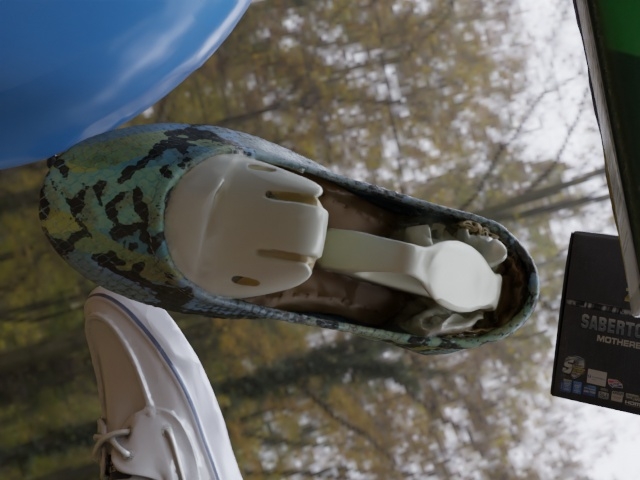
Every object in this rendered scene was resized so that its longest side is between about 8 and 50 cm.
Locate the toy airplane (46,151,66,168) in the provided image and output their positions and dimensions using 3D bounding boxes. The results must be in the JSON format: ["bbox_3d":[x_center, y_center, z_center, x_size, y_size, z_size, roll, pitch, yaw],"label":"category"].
[{"bbox_3d":[-0.111,-0.017,0.805,0.151,0.028,0.151,23,-37,19],"label":"toy airplane"}]

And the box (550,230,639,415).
[{"bbox_3d":[0.362,0.093,1.321,0.232,0.059,0.183,10,-86,36],"label":"box"}]

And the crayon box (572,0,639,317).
[{"bbox_3d":[0.209,-0.183,0.341,0.106,0.313,0.363,23,57,-77],"label":"crayon box"}]

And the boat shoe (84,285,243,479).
[{"bbox_3d":[-0.120,0.155,0.931,0.095,0.084,0.258,-25,-89,50],"label":"boat shoe"}]

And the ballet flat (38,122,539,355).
[{"bbox_3d":[0.000,0.000,0.440,0.070,0.188,0.070,-23,-118,53],"label":"ballet flat"}]

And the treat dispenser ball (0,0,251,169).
[{"bbox_3d":[-0.149,-0.169,0.484,0.288,0.288,0.288,47,-35,48],"label":"treat dispenser ball"}]
